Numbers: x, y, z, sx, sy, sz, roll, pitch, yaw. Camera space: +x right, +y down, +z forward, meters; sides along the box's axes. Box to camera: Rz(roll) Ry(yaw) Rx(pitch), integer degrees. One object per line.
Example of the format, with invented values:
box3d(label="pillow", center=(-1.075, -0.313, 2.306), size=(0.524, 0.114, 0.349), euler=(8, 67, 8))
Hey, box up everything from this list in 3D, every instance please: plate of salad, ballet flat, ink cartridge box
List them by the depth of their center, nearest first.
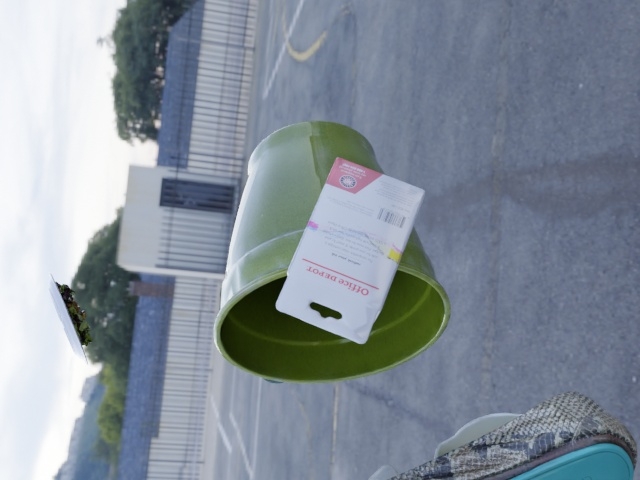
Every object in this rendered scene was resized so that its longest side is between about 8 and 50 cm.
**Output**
box3d(label="ink cartridge box", center=(0.034, 0.017, 0.820), size=(0.067, 0.115, 0.198), euler=(96, -163, -71))
box3d(label="ballet flat", center=(0.176, 0.343, 0.945), size=(0.164, 0.482, 0.182), euler=(63, 180, -22))
box3d(label="plate of salad", center=(-0.487, 0.151, 1.379), size=(0.200, 0.048, 0.200), euler=(49, 151, 40))

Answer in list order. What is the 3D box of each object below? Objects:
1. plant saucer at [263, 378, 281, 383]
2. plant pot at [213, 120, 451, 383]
box3d(label="plant saucer", center=(-0.074, 0.177, 1.353), size=(0.037, 0.194, 0.195), euler=(12, 97, 41))
box3d(label="plant pot", center=(0.000, 0.000, 1.184), size=(0.367, 0.366, 0.353), euler=(110, 158, -50))
